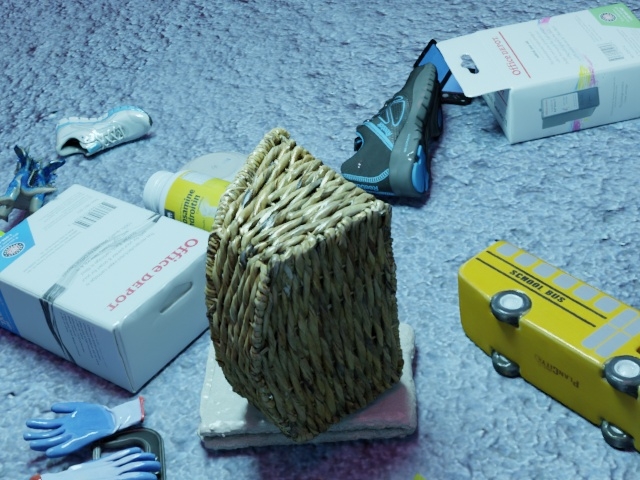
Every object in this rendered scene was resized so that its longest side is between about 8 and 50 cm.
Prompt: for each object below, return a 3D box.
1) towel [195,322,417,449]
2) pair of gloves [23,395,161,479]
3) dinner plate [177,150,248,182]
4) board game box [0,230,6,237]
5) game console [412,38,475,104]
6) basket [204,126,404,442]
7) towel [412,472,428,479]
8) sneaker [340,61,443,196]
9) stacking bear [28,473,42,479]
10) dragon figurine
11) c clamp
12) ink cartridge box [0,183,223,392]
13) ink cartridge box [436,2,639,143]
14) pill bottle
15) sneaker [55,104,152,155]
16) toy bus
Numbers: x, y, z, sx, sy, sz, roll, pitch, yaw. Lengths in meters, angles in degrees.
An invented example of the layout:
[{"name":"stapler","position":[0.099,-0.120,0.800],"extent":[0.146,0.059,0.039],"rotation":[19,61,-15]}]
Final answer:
[{"name":"towel","position":[-0.016,0.187,1.366],"extent":[0.282,0.049,0.187],"rotation":[-3,38,6]},{"name":"pair of gloves","position":[-0.285,0.261,1.310],"extent":[0.159,0.023,0.198],"rotation":[-12,34,-12]},{"name":"dinner plate","position":[-0.184,-0.121,1.836],"extent":[0.141,0.017,0.141],"rotation":[-5,36,3]},{"name":"board game box","position":[-0.642,0.045,1.659],"extent":[0.347,0.078,0.233],"rotation":[21,46,34]},{"name":"game console","position":[0.240,-0.314,1.954],"extent":[0.107,0.071,0.122],"rotation":[9,41,23]},{"name":"basket","position":[-0.051,0.061,1.252],"extent":[0.213,0.299,0.223],"rotation":[-30,45,-24]},{"name":"towel","position":[0.175,0.337,1.147],"extent":[0.237,0.021,0.102],"rotation":[21,45,34]},{"name":"sneaker","position":[0.127,-0.197,1.781],"extent":[0.139,0.125,0.341],"rotation":[-1,35,18]},{"name":"stacking bear","position":[-0.254,0.358,1.110],"extent":[0.164,0.176,0.289],"rotation":[-17,27,-22]},{"name":"dragon figurine","position":[-0.471,-0.105,1.724],"extent":[0.085,0.289,0.144],"rotation":[20,72,-15]},{"name":"c clamp","position":[-0.259,0.284,1.313],"extent":[0.137,0.022,0.161],"rotation":[-11,35,-11]},{"name":"ink cartridge box","position":[-0.313,0.060,1.527],"extent":[0.307,0.129,0.223],"rotation":[19,45,32]},{"name":"ink cartridge box","position":[0.397,-0.287,1.840],"extent":[0.353,0.119,0.207],"rotation":[-11,40,-4]},{"name":"pill bottle","position":[-0.190,-0.054,1.673],"extent":[0.184,0.103,0.103],"rotation":[18,44,32]},{"name":"sneaker","position":[-0.399,-0.190,1.938],"extent":[0.190,0.071,0.083],"rotation":[-12,42,10]},{"name":"toy bus","position":[0.315,0.127,1.325],"extent":[0.130,0.108,0.332],"rotation":[-30,41,-28]}]
